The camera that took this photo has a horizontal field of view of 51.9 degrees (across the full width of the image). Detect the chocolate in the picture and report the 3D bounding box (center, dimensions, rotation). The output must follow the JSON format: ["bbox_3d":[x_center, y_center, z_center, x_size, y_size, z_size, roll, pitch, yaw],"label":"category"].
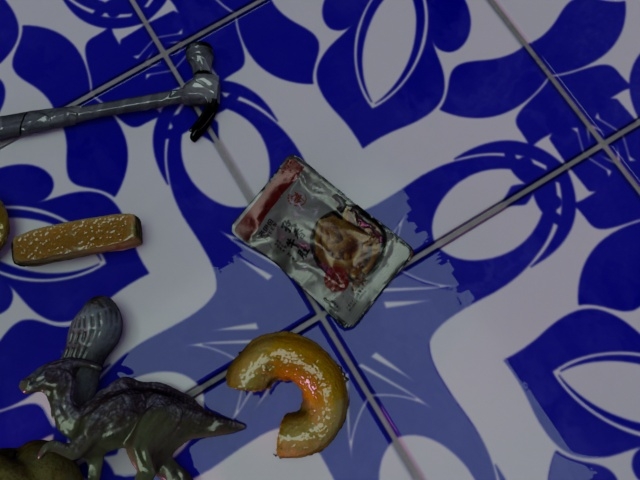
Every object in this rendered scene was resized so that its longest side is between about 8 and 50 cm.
[{"bbox_3d":[-0.328,0.158,0.920,0.072,0.072,0.167,19,77,8],"label":"chocolate"}]

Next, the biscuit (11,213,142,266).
[{"bbox_3d":[-0.356,0.002,0.971,0.187,0.056,0.052,-10,73,2],"label":"biscuit"}]

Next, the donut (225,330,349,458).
[{"bbox_3d":[-0.039,0.203,0.893,0.146,0.078,0.181,-35,78,-3],"label":"donut"}]

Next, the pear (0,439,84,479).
[{"bbox_3d":[-0.385,0.327,0.834,0.167,0.167,0.137,-13,83,0],"label":"pear"}]

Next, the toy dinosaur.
[{"bbox_3d":[-0.248,0.250,0.854,0.294,0.077,0.162,27,51,-23],"label":"toy dinosaur"}]

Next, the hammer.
[{"bbox_3d":[-0.366,-0.209,1.035,0.426,0.044,0.152,-8,76,2],"label":"hammer"}]

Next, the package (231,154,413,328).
[{"bbox_3d":[0.000,0.000,0.965,0.239,0.030,0.154,39,83,11],"label":"package"}]

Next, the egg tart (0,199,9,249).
[{"bbox_3d":[-0.525,-0.015,0.986,0.130,0.052,0.131,0,77,2],"label":"egg tart"}]
